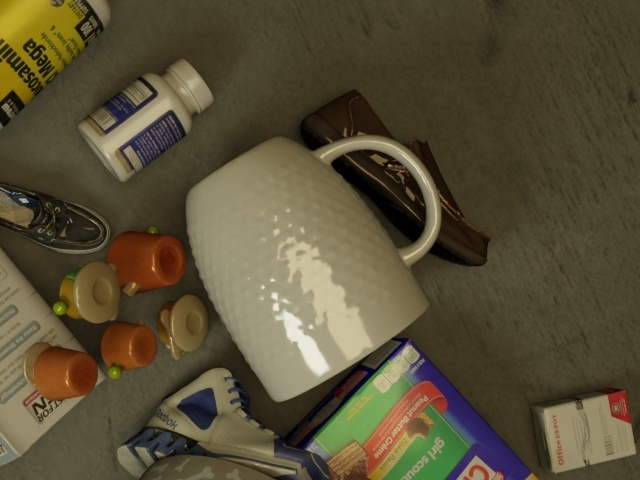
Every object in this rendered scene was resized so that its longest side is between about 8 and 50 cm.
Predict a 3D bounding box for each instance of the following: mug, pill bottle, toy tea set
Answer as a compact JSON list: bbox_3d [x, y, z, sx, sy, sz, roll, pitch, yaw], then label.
[{"bbox_3d":[0.000,0.000,1.755,0.374,0.276,0.328,-32,92,4],"label":"mug"},{"bbox_3d":[-0.257,-0.184,1.791,0.187,0.112,0.112,-38,98,-11],"label":"pill bottle"},{"bbox_3d":[-0.310,0.106,1.727,0.336,0.124,0.200,-25,107,-53],"label":"toy tea set"},{"bbox_3d":[-0.473,-0.272,1.702,0.188,0.188,0.334,45,81,-9],"label":"pill bottle"}]

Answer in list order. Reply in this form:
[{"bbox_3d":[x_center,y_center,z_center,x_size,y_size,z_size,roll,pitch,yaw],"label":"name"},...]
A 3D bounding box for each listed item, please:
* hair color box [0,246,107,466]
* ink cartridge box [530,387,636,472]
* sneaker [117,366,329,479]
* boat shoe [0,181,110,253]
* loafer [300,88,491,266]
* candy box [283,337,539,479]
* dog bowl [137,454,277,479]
[{"bbox_3d":[-0.500,0.117,1.693,0.374,0.114,0.185,52,50,-7],"label":"hair color box"},{"bbox_3d":[0.431,0.311,1.972,0.151,0.063,0.109,-10,92,-13],"label":"ink cartridge box"},{"bbox_3d":[-0.131,0.275,1.760,0.127,0.316,0.182,69,36,-43],"label":"sneaker"},{"bbox_3d":[-0.420,-0.039,1.768,0.229,0.076,0.080,23,84,-12],"label":"boat shoe"},{"bbox_3d":[0.140,-0.101,1.871,0.366,0.134,0.130,42,81,-10],"label":"loafer"},{"bbox_3d":[0.135,0.354,1.872,0.268,0.122,0.317,-44,100,-10],"label":"candy box"},{"bbox_3d":[-0.130,0.432,1.713,0.349,0.349,0.102,33,53,-11],"label":"dog bowl"}]
